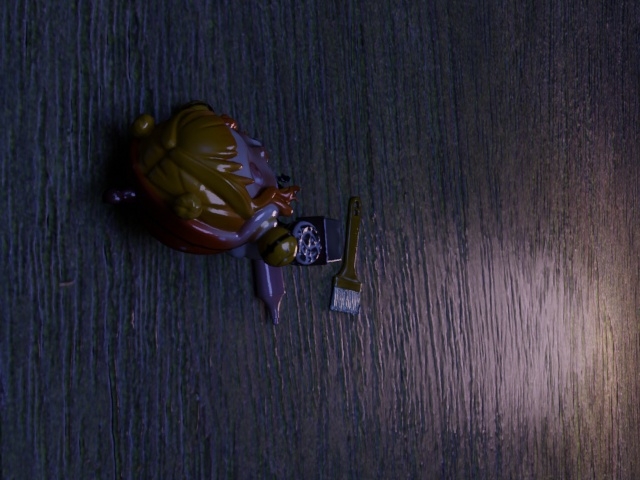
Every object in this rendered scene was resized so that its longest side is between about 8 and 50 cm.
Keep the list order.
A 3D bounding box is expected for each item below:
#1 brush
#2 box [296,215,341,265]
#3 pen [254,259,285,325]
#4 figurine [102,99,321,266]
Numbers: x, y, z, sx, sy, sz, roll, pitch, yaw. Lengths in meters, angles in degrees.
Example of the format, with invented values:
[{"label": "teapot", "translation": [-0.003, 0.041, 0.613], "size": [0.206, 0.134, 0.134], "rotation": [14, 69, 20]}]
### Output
[{"label": "brush", "translation": [0.054, 0.025, 2.049], "size": [0.082, 0.010, 0.218], "rotation": [18, 73, -50]}, {"label": "box", "translation": [0.000, 0.000, 1.945], "size": [0.063, 0.060, 0.084], "rotation": [-3, 90, -57]}, {"label": "pen", "translation": [-0.086, 0.043, 1.854], "size": [0.053, 0.032, 0.197], "rotation": [-9, 93, -53]}, {"label": "figurine", "translation": [-0.156, -0.073, 1.638], "size": [0.323, 0.196, 0.320], "rotation": [27, 24, -57]}]
